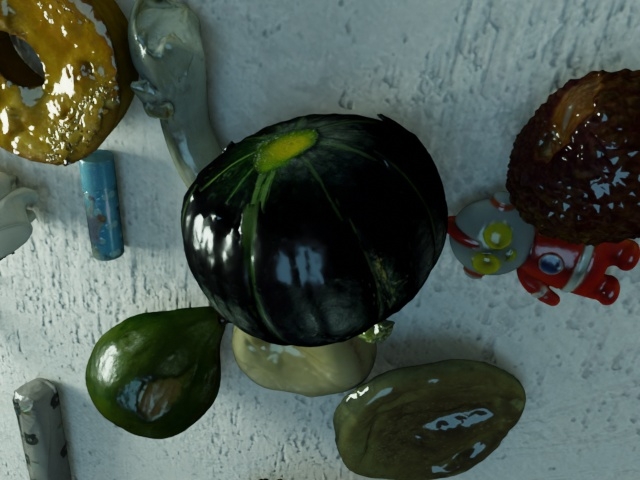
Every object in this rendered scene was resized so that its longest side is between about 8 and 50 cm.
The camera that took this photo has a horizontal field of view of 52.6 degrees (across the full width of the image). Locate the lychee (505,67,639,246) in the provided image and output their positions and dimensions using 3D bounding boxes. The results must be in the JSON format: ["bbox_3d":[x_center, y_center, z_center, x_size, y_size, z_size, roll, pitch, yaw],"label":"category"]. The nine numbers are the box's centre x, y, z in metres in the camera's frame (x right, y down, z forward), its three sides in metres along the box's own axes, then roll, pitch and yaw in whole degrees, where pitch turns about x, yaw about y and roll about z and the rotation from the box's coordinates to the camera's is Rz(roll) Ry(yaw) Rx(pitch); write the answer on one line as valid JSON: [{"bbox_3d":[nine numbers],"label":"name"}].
[{"bbox_3d":[0.302,-0.079,0.674,0.188,0.188,0.188,6,120,11],"label":"lychee"}]

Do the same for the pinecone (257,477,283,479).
[{"bbox_3d":[-0.095,0.464,1.123,0.110,0.102,0.102,-9,116,23],"label":"pinecone"}]

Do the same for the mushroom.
[{"bbox_3d":[-0.164,-0.163,0.795,0.096,0.099,0.277,6,125,24],"label":"mushroom"}]

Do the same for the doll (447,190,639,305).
[{"bbox_3d":[0.251,0.007,0.788,0.245,0.076,0.142,16,121,1],"label":"doll"}]

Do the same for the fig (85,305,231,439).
[{"bbox_3d":[-0.225,0.181,0.972,0.195,0.195,0.245,44,85,-11],"label":"fig"}]

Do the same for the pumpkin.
[{"bbox_3d":[0.000,0.000,0.732,0.296,0.296,0.295,6,120,11],"label":"pumpkin"}]

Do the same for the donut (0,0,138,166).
[{"bbox_3d":[-0.349,-0.231,0.790,0.278,0.108,0.277,6,121,11],"label":"donut"}]

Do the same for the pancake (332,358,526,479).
[{"bbox_3d":[0.149,0.272,0.939,0.295,0.049,0.294,-4,134,-4],"label":"pancake"}]

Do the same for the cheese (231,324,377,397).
[{"bbox_3d":[-0.031,0.125,0.903,0.218,0.117,0.235,-33,106,29],"label":"cheese"}]

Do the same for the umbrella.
[{"bbox_3d":[-0.513,0.399,1.212,0.067,0.073,0.337,31,129,35],"label":"umbrella"}]

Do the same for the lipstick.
[{"bbox_3d":[-0.309,-0.048,0.919,0.048,0.048,0.157,9,121,10],"label":"lipstick"}]

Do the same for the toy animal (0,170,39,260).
[{"bbox_3d":[-0.503,-0.080,0.941,0.220,0.131,0.103,51,156,13],"label":"toy animal"}]
